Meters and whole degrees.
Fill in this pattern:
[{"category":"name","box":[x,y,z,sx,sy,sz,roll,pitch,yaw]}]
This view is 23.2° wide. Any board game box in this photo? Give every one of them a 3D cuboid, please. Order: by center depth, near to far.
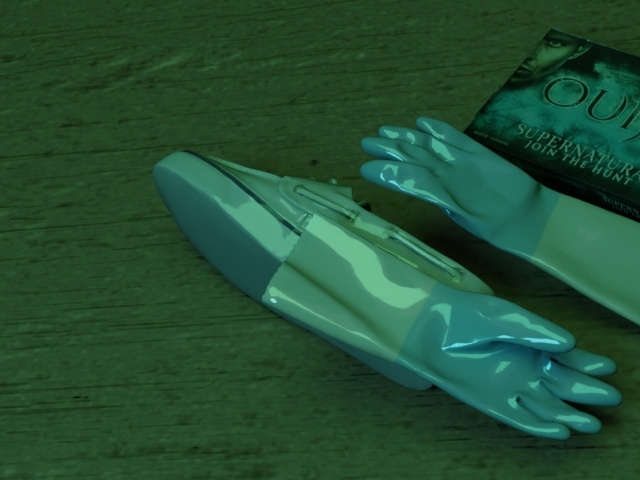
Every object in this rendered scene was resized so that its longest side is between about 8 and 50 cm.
[{"category":"board game box","box":[0.213,-0.081,1.124,0.186,0.026,0.126,25,62,32]}]

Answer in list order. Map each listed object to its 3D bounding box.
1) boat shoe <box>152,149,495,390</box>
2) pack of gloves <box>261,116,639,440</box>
[{"category":"boat shoe","box":[0.000,0.000,1.075,0.267,0.096,0.088,29,59,32]},{"category":"pack of gloves","box":[0.109,0.010,0.997,0.232,0.046,0.195,26,55,6]}]
